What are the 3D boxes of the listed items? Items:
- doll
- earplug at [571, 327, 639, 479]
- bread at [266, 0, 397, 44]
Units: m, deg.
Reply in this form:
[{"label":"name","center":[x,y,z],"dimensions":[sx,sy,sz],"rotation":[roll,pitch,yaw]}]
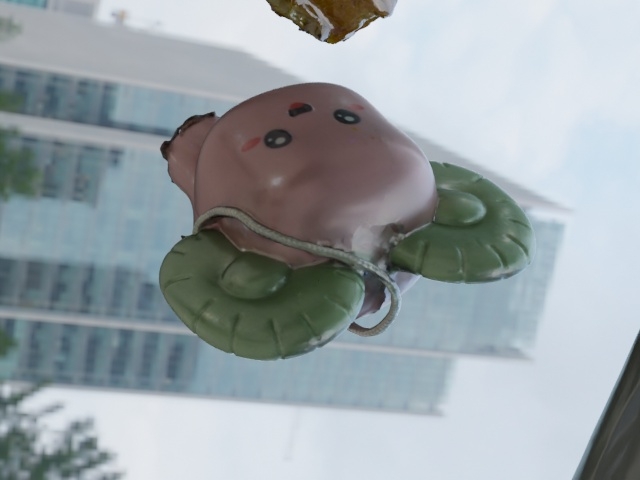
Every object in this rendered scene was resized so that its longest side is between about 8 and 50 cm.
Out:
[{"label":"doll","center":[0.000,0.000,1.250],"dimensions":[0.268,0.284,0.216],"rotation":[45,-34,47]},{"label":"earplug","center":[0.202,0.171,0.487],"dimensions":[0.312,0.312,0.394],"rotation":[16,-102,62]},{"label":"bread","center":[-0.055,-0.228,1.039],"dimensions":[0.077,0.271,0.139],"rotation":[-20,-125,35]}]
